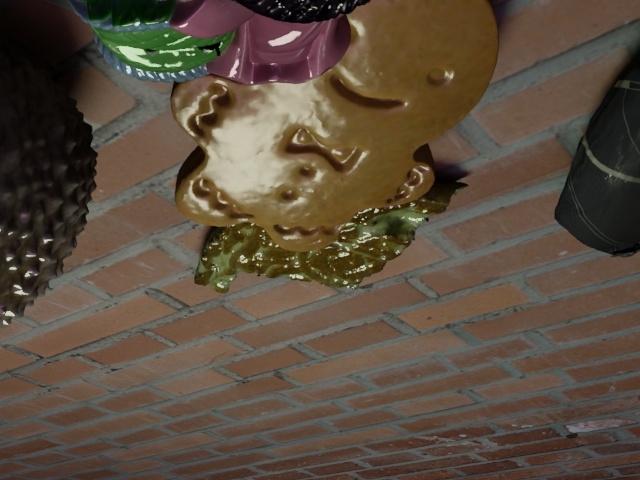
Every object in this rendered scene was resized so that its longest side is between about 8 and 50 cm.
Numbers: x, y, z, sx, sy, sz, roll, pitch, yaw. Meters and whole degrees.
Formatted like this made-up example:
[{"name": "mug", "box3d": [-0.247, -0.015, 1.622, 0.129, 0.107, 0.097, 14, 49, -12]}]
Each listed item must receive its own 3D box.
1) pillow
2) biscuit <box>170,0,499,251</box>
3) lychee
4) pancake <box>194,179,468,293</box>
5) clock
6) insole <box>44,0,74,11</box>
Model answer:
[{"name": "pillow", "box3d": [0.331, -0.080, 0.729, 0.161, 0.093, 0.335, -1, 149, -3]}, {"name": "biscuit", "box3d": [0.010, -0.110, 0.686, 0.275, 0.052, 0.355, 20, 135, -29]}, {"name": "lychee", "box3d": [-0.345, -0.045, 0.662, 0.300, 0.300, 0.300, 2, 148, 1]}, {"name": "pancake", "box3d": [0.000, -0.005, 0.911, 0.376, 0.054, 0.197, -12, 139, 25]}, {"name": "clock", "box3d": [-0.053, -0.161, 0.453, 0.194, 0.100, 0.195, -4, 174, -14]}, {"name": "insole", "box3d": [-0.238, -0.223, 0.619, 0.152, 0.002, 0.053, 23, 143, -30]}]
